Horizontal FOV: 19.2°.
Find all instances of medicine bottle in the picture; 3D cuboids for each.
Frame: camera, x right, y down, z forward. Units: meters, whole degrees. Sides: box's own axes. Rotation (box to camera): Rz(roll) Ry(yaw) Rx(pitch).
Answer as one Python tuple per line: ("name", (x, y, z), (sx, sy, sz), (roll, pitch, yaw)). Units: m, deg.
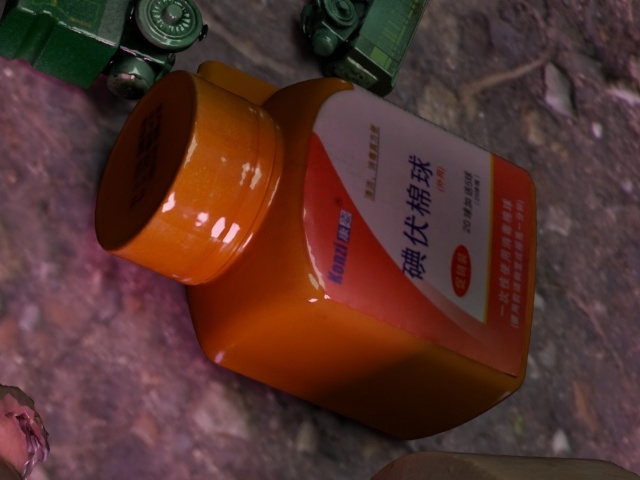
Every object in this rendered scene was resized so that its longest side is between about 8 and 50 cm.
("medicine bottle", (0.001, 0.000, 1.009), (0.222, 0.112, 0.149), (24, 55, -27))

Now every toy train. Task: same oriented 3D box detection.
("toy train", (-0.109, -0.160, 1.039), (0.105, 0.071, 0.178), (20, 58, -16))
("toy train", (0.034, -0.154, 1.164), (0.071, 0.038, 0.148), (39, 49, -19))

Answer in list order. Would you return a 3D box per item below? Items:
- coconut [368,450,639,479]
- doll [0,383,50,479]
("coconut", (0.090, 0.211, 0.906), (0.241, 0.241, 0.241), (17, 58, -30))
("doll", (-0.246, 0.134, 0.716), (0.303, 0.156, 0.201), (13, 93, -48))
